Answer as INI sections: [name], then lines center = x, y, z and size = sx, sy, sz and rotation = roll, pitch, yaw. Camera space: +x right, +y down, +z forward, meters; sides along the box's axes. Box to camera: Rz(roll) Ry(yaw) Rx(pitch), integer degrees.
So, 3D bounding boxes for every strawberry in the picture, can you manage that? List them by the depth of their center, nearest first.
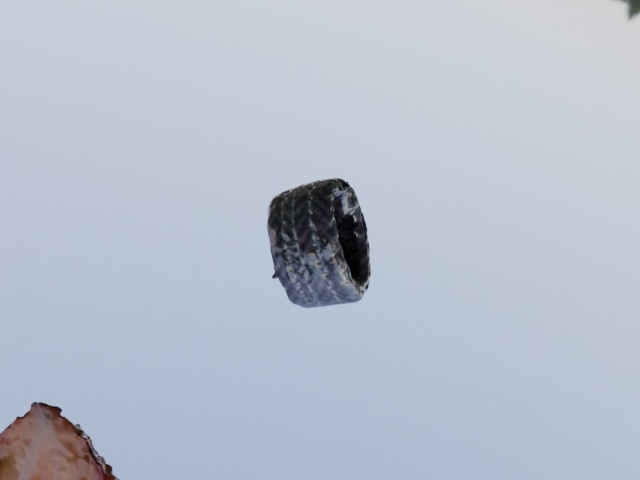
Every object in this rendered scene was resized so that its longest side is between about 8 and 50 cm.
[strawberry]
center = -0.142, 0.173, 0.608
size = 0.147, 0.187, 0.082
rotation = 4, -174, 14

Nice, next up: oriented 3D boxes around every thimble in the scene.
[thimble]
center = 0.000, 0.002, 0.965
size = 0.095, 0.066, 0.104
rotation = 30, -128, -62
